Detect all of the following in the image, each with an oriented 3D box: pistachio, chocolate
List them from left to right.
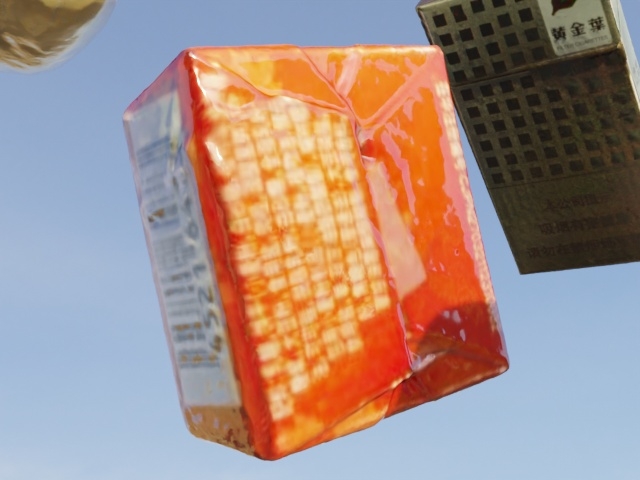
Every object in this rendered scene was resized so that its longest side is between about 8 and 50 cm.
[{"bbox_3d":[-0.284,-0.273,1.028,0.187,0.187,0.299,4,-9,-23],"label":"pistachio"},{"bbox_3d":[0.000,0.000,0.677,0.235,0.237,0.108,-13,-1,-44],"label":"chocolate"}]

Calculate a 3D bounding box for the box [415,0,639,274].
[{"bbox_3d":[0.233,-0.113,1.032,0.180,0.047,0.325,-8,-58,32],"label":"box"}]
